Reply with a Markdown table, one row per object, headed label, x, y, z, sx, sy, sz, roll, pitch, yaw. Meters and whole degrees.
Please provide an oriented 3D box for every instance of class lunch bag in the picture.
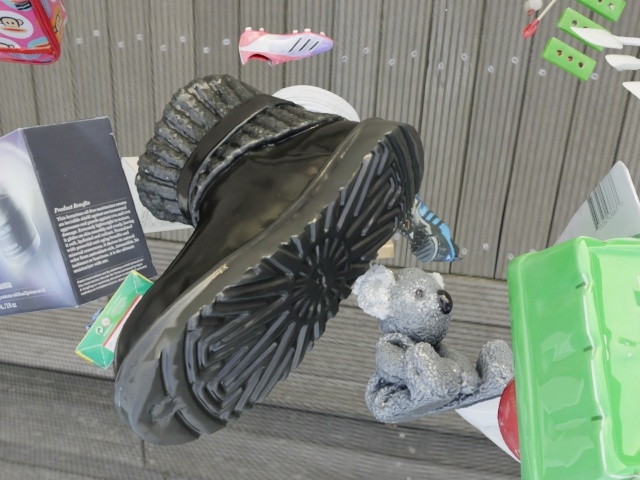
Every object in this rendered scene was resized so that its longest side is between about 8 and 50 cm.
| label | x | y | z | sx | sy | sz | roll | pitch | yaw |
| --- | --- | --- | --- | --- | --- | --- | --- | --- | --- |
| lunch bag | -0.576 | -0.384 | 1.026 | 0.292 | 0.258 | 0.120 | 3 | 70 | -4 |

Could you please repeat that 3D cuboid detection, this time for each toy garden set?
| label | x | y | z | sx | sy | sz | roll | pitch | yaw |
| --- | --- | --- | --- | --- | --- | --- | --- | --- | --- |
| toy garden set | 0.512 | -0.486 | 1.310 | 0.203 | 0.049 | 0.245 | 26 | 91 | -8 |

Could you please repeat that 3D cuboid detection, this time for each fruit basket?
| label | x | y | z | sx | sy | sz | roll | pitch | yaw |
| --- | --- | --- | --- | --- | --- | --- | --- | --- | --- |
| fruit basket | 0.259 | 0.150 | 0.619 | 0.165 | 0.327 | 0.353 | 1 | 154 | 6 |

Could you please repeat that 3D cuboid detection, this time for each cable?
| label | x | y | z | sx | sy | sz | roll | pitch | yaw |
| --- | --- | --- | --- | --- | --- | --- | --- | --- | --- |
| cable | -0.025 | -0.255 | 1.522 | 0.256 | 0.089 | 0.257 | 12 | 146 | 7 |

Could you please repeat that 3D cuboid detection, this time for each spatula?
| label | x | y | z | sx | sy | sz | roll | pitch | yaw |
| --- | --- | --- | --- | --- | --- | --- | --- | --- | --- |
| spatula | 0.494 | -0.257 | 0.937 | 0.168 | 0.241 | 0.019 | 59 | 140 | 32 |

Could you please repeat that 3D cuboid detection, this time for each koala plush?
| label | x | y | z | sx | sy | sz | roll | pitch | yaw |
| --- | --- | --- | --- | --- | --- | --- | --- | --- | --- |
| koala plush | 0.140 | 0.139 | 0.925 | 0.203 | 0.196 | 0.222 | -39 | 56 | 46 |

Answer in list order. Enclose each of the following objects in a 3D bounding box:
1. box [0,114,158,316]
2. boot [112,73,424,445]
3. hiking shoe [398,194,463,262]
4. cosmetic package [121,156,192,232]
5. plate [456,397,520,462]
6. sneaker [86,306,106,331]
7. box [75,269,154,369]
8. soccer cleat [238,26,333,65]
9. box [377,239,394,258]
| label | x | y | z | sx | sy | sz | roll | pitch | yaw |
| --- | --- | --- | --- | --- | --- | --- | --- | --- | --- |
| box | -0.484 | -0.035 | 1.119 | 0.296 | 0.182 | 0.294 | -11 | 98 | 37 |
| boot | -0.098 | -0.012 | 0.560 | 0.260 | 0.348 | 0.131 | 21 | 142 | 33 |
| hiking shoe | 0.310 | -0.038 | 1.883 | 0.131 | 0.304 | 0.113 | 12 | 129 | -25 |
| cosmetic package | -0.340 | -0.121 | 1.583 | 0.113 | 0.309 | 0.160 | 44 | 126 | 37 |
| plate | 0.378 | 0.303 | 0.984 | 0.277 | 0.045 | 0.277 | -15 | 136 | 37 |
| sneaker | -0.513 | 0.181 | 1.520 | 0.059 | 0.053 | 0.144 | 40 | 103 | 7 |
| box | -0.237 | 0.097 | 0.744 | 0.043 | 0.179 | 0.105 | 35 | 73 | -11 |
| soccer cleat | -0.090 | -0.501 | 1.659 | 0.247 | 0.083 | 0.095 | 1 | 90 | -10 |
| box | 0.000 | 0.000 | 0.945 | 0.201 | 0.164 | 0.021 | -4 | 107 | -1 |
